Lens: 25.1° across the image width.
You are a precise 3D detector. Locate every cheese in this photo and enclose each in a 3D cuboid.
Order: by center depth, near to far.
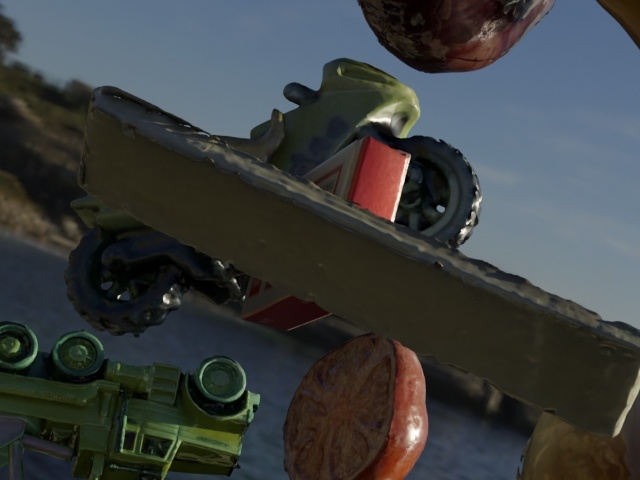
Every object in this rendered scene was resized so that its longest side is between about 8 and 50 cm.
[{"bbox_3d":[0.019,0.015,0.930,0.400,0.085,0.034,26,33,11],"label":"cheese"}]

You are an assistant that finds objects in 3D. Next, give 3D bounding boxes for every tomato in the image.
[{"bbox_3d":[0.056,0.229,1.807,0.095,0.236,0.237,25,-3,-31],"label":"tomato"}]

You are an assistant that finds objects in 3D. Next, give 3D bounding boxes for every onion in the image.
[{"bbox_3d":[0.143,-0.305,1.518,0.252,0.252,0.219,23,16,-39],"label":"onion"}]

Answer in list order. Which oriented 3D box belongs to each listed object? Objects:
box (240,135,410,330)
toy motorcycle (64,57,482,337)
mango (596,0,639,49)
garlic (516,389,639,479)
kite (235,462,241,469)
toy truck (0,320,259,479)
[{"bbox_3d":[0.001,0.000,1.163,0.050,0.123,0.229,18,-15,-15],"label":"box"},{"bbox_3d":[-0.056,-0.047,1.389,0.410,0.237,0.168,-14,-33,9],"label":"toy motorcycle"},{"bbox_3d":[0.356,-0.225,1.463,0.184,0.085,0.102,41,-11,-10],"label":"mango"},{"bbox_3d":[0.342,0.268,1.418,0.286,0.313,0.249,-4,-42,3],"label":"garlic"},{"bbox_3d":[-0.192,0.269,1.943,0.190,0.010,0.159,15,20,6],"label":"kite"},{"bbox_3d":[-0.190,0.166,1.244,0.260,0.135,0.128,8,-33,-13],"label":"toy truck"}]
